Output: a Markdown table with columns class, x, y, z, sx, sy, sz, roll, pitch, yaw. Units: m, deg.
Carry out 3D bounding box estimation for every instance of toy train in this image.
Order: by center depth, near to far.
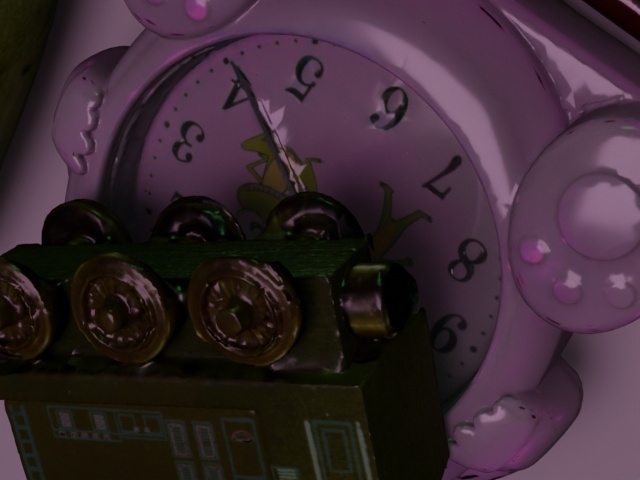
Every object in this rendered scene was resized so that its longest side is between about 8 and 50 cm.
| class | x | y | z | sx | sy | sz | roll | pitch | yaw |
| --- | --- | --- | --- | --- | --- | --- | --- | --- | --- |
| toy train | -0.059 | 0.055 | 0.582 | 0.226 | 0.090 | 0.137 | -1 | 112 | 28 |

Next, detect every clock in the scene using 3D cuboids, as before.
| class | x | y | z | sx | sy | sz | roll | pitch | yaw |
| --- | --- | --- | --- | --- | --- | --- | --- | --- | --- |
| clock | 0.000 | 0.000 | 0.647 | 0.295 | 0.113 | 0.322 | 37 | 120 | 10 |

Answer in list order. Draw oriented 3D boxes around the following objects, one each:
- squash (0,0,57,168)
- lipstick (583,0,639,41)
| class | x | y | z | sx | sy | sz | roll | pitch | yaw |
| --- | --- | --- | --- | --- | --- | --- | --- | --- | --- |
| squash | -0.239 | -0.045 | 0.745 | 0.118 | 0.118 | 0.370 | 35 | 120 | 11 |
| lipstick | 0.083 | -0.149 | 0.607 | 0.176 | 0.027 | 0.027 | 37 | 119 | 11 |
